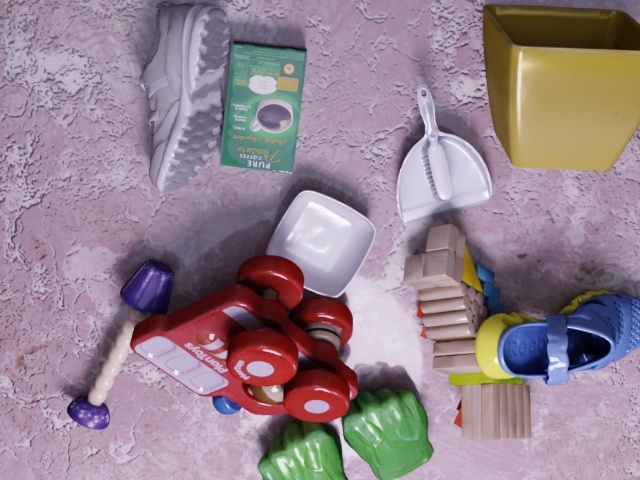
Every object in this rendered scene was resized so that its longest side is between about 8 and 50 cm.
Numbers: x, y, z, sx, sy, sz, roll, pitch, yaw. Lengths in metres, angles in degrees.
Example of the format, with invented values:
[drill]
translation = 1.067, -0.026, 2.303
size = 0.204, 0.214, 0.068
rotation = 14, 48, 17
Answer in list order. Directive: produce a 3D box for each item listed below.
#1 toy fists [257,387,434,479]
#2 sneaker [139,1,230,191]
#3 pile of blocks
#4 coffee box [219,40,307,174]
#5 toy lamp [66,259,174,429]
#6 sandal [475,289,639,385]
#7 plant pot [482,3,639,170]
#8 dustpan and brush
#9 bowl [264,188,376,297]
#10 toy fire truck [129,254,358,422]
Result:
[toy fists]
translation = 0.037, 0.323, 1.600
size = 0.279, 0.096, 0.142
rotation = -24, 120, 3
[sneaker]
translation = -0.208, -0.209, 1.460
size = 0.115, 0.105, 0.281
rotation = 23, 110, 26
[pile of blocks]
translation = 0.223, 0.148, 1.573
size = 0.113, 0.149, 0.362
rotation = -11, 99, 44
[coffee box]
translation = -0.084, -0.194, 1.482
size = 0.113, 0.040, 0.184
rotation = 5, 104, -4
[toy lamp]
translation = -0.301, 0.158, 1.543
size = 0.080, 0.080, 0.274
rotation = 24, 102, -9
[sandal]
translation = 0.392, 0.154, 1.514
size = 0.317, 0.138, 0.126
rotation = -13, 100, -30
[plant pot]
translation = 0.339, -0.212, 1.429
size = 0.212, 0.212, 0.187
rotation = 2, 117, -4
[dustpan and brush]
translation = 0.170, -0.133, 1.503
size = 0.147, 0.060, 0.211
rotation = -15, 105, 1
[bowl]
translation = 0.000, 0.000, 1.533
size = 0.142, 0.053, 0.142
rotation = 28, 102, -9
[toy fire truck]
translation = -0.099, 0.175, 1.512
size = 0.254, 0.169, 0.302
rotation = -23, 133, 29
